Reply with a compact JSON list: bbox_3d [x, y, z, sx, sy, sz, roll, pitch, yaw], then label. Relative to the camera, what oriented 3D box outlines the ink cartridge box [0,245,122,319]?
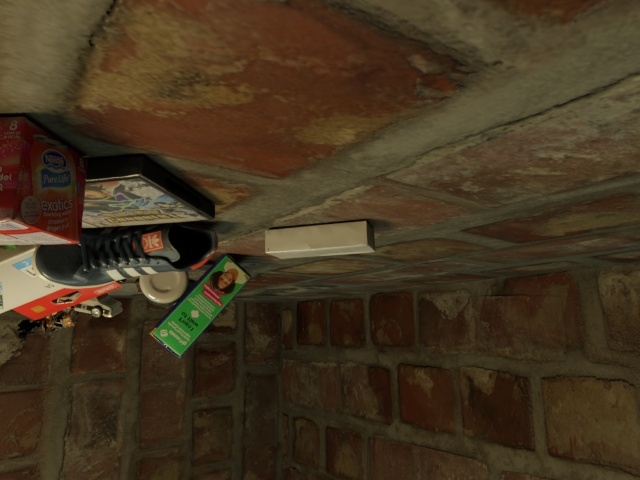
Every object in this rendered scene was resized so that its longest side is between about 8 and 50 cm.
[{"bbox_3d":[-0.699,0.118,1.093,0.296,0.066,0.261,-21,138,10],"label":"ink cartridge box"}]

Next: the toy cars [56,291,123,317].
[{"bbox_3d":[-0.817,0.165,1.499,0.394,0.087,0.176,16,-173,40],"label":"toy cars"}]

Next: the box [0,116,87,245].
[{"bbox_3d":[-0.439,-0.062,0.531,0.257,0.122,0.128,-1,168,3],"label":"box"}]

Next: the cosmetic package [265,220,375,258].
[{"bbox_3d":[0.000,0.000,1.031,0.239,0.060,0.099,-5,170,16],"label":"cosmetic package"}]

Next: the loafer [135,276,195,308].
[{"bbox_3d":[-0.644,0.223,1.895,0.134,0.130,0.366,-4,168,16],"label":"loafer"}]

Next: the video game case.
[{"bbox_3d":[-0.351,-0.069,0.728,0.275,0.035,0.248,-3,168,9],"label":"video game case"}]

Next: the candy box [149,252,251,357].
[{"bbox_3d":[-0.386,0.210,1.410,0.122,0.317,0.268,42,157,-8],"label":"candy box"}]

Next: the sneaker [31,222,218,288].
[{"bbox_3d":[-0.371,0.013,0.893,0.350,0.131,0.148,-9,175,-39],"label":"sneaker"}]

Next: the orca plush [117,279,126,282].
[{"bbox_3d":[-0.524,0.067,1.208,0.287,0.102,0.151,4,167,-24],"label":"orca plush"}]

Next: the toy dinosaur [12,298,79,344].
[{"bbox_3d":[-0.931,0.251,1.546,0.218,0.164,0.322,-11,174,-30],"label":"toy dinosaur"}]

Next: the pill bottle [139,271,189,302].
[{"bbox_3d":[-0.516,0.142,1.472,0.146,0.146,0.264,3,168,-18],"label":"pill bottle"}]

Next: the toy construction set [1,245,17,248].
[{"bbox_3d":[-0.716,0.039,0.858,0.237,0.257,0.309,-15,-156,-31],"label":"toy construction set"}]
